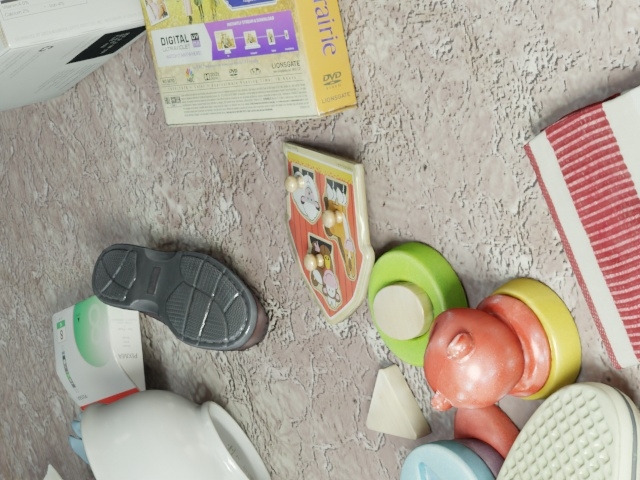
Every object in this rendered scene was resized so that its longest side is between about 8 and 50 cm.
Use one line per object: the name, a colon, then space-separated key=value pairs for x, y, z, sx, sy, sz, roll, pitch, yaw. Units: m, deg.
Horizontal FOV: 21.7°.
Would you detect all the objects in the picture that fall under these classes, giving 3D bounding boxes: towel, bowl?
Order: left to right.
bowl: x=-0.150 y=0.287 z=2.013 sx=0.298 sy=0.134 sz=0.298 roll=53 pitch=-173 yaw=-10
towel: x=0.319 y=-0.026 z=1.390 sx=0.329 sy=0.037 sz=0.237 roll=-23 pitch=88 yaw=56

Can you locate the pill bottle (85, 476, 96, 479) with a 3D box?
pill bottle: x=-0.229 y=0.463 z=2.153 sx=0.181 sy=0.181 sz=0.323 roll=-10 pitch=96 yaw=54

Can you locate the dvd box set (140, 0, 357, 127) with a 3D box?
dvd box set: x=-0.110 y=-0.336 z=1.806 sx=0.308 sy=0.062 sz=0.420 roll=1 pitch=105 yaw=53

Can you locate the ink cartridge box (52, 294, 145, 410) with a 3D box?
ink cartridge box: x=-0.297 y=0.190 z=2.245 sx=0.181 sy=0.056 sz=0.224 roll=-23 pitch=68 yaw=54

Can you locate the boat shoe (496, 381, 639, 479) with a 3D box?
boat shoe: x=0.252 y=0.374 z=1.557 sx=0.187 sy=0.156 sz=0.500 roll=12 pitch=102 yaw=56

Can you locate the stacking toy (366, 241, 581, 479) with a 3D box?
stacking toy: x=0.105 y=0.162 z=1.674 sx=0.279 sy=0.130 sz=0.309 roll=31 pitch=128 yaw=42

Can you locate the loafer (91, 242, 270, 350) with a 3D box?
loafer: x=-0.156 y=0.068 z=2.040 sx=0.302 sy=0.095 sz=0.109 roll=17 pitch=88 yaw=44

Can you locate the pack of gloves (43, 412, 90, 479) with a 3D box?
pack of gloves: x=-0.321 y=0.343 z=2.310 sx=0.232 sy=0.046 sz=0.195 roll=30 pitch=94 yaw=44

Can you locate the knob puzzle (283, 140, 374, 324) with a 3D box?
knob puzzle: x=0.000 y=0.000 z=1.799 sx=0.213 sy=0.030 sz=0.213 roll=37 pitch=133 yaw=54

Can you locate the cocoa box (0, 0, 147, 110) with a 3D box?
cocoa box: x=-0.383 y=-0.306 z=2.036 sx=0.347 sy=0.231 sz=0.228 roll=-22 pitch=87 yaw=55
